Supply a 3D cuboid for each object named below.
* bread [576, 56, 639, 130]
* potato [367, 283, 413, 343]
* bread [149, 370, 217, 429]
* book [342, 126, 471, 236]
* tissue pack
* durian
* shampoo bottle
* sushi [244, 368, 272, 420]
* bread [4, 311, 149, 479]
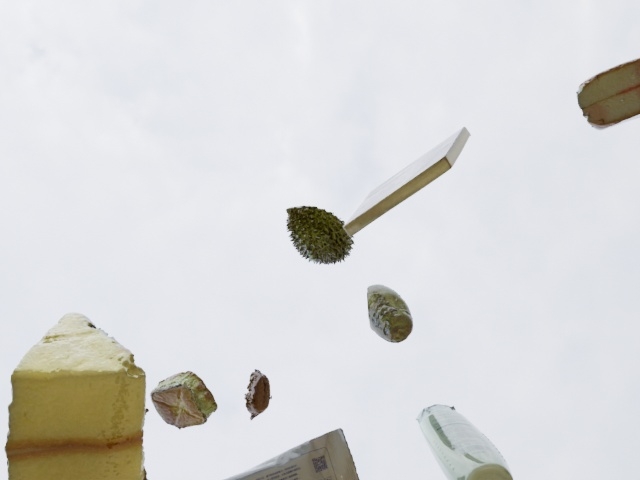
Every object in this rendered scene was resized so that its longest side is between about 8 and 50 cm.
[{"bbox_3d":[0.241,-0.116,0.435,0.109,0.062,0.043,-22,-91,3],"label":"bread"},{"bbox_3d":[0.180,0.189,1.560,0.120,0.197,0.054,-22,-41,9],"label":"potato"},{"bbox_3d":[-0.319,0.376,1.324,0.127,0.140,0.069,62,-153,-12],"label":"bread"},{"bbox_3d":[0.148,-0.102,0.987,0.026,0.231,0.161,50,-143,-8],"label":"book"},{"bbox_3d":[-0.049,0.272,0.543,0.193,0.026,0.122,-19,-109,-4],"label":"tissue pack"},{"bbox_3d":[0.001,0.008,1.326,0.220,0.137,0.095,55,-135,-54],"label":"durian"},{"bbox_3d":[0.172,0.255,0.700,0.072,0.212,0.049,-11,-88,-1],"label":"shampoo bottle"},{"bbox_3d":[-0.154,0.370,1.362,0.061,0.060,0.117,37,-126,-34],"label":"sushi"},{"bbox_3d":[-0.369,0.268,0.920,0.199,0.236,0.263,5,-77,-14],"label":"bread"}]
